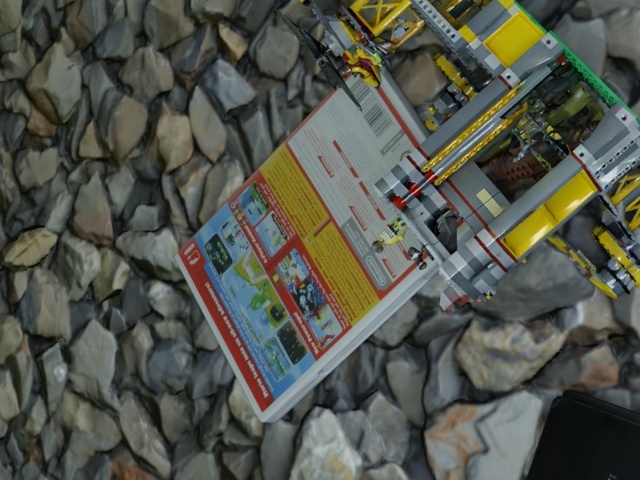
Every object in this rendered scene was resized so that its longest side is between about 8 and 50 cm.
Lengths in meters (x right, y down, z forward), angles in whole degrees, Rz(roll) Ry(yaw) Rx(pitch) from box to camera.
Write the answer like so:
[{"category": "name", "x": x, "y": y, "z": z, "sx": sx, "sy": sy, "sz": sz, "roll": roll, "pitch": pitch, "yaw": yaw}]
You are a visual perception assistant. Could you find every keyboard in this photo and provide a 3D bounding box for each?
[{"category": "keyboard", "x": 0.203, "y": 0.220, "z": 0.956, "sx": 0.317, "sy": 0.033, "sz": 0.202, "roll": -165, "pitch": 94, "yaw": -76}]

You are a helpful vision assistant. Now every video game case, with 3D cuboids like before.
[{"category": "video game case", "x": 0.000, "y": 0.000, "z": 1.272, "sx": 0.285, "sy": 0.025, "sz": 0.204, "roll": -44, "pitch": 58, "yaw": 23}]

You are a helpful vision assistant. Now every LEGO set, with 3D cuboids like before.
[{"category": "LEGO set", "x": 0.112, "y": -0.061, "z": 1.050, "sx": 0.192, "sy": 0.255, "sz": 0.331, "roll": -41, "pitch": 65, "yaw": 6}]
